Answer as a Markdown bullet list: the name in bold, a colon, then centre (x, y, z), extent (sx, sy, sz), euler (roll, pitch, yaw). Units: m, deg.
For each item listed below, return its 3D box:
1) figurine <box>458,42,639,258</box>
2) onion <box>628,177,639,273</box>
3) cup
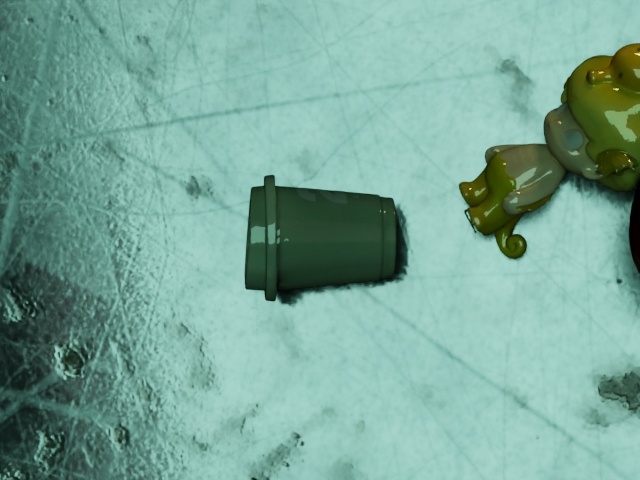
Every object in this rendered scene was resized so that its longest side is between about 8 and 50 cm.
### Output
- **figurine**: centre (0.243, -0.089, 1.607), extent (0.246, 0.131, 0.156), euler (-32, 42, 19)
- **onion**: centre (0.392, -0.060, 1.493), extent (0.314, 0.314, 0.232), euler (-42, 65, 3)
- **cup**: centre (0.000, 0.000, 1.633), extent (0.141, 0.120, 0.120), euler (3, 86, -2)
